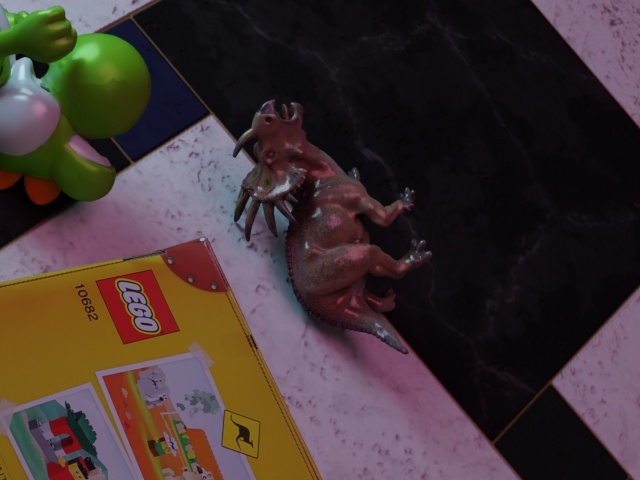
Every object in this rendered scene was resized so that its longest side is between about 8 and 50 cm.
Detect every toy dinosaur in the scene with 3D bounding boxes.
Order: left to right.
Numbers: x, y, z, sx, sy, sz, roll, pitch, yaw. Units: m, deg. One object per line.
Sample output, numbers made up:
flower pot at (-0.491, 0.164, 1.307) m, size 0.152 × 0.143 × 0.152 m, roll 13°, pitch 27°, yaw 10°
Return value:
toy dinosaur at (0.000, 0.000, 2.056) m, size 0.200 × 0.127 × 0.295 m, roll -6°, pitch 77°, yaw -32°

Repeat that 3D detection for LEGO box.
LEGO box at (-0.184, 0.278, 1.652) m, size 0.372 × 0.193 × 0.500 m, roll -12°, pitch 69°, yaw -42°

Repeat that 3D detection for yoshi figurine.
yoshi figurine at (-0.316, -0.207, 1.899) m, size 0.362 × 0.203 × 0.203 m, roll 46°, pitch 37°, yaw -7°
